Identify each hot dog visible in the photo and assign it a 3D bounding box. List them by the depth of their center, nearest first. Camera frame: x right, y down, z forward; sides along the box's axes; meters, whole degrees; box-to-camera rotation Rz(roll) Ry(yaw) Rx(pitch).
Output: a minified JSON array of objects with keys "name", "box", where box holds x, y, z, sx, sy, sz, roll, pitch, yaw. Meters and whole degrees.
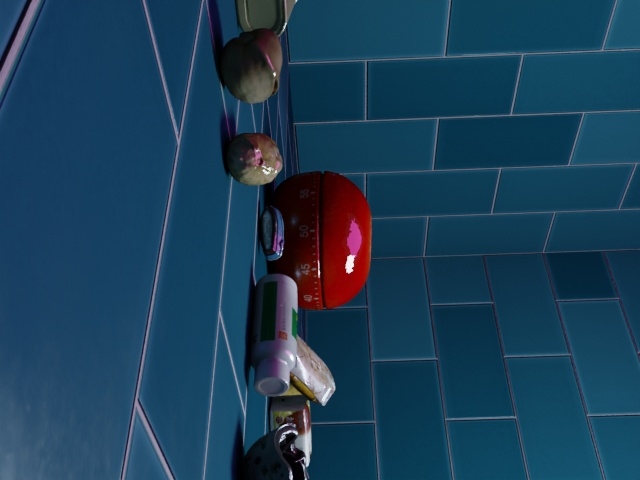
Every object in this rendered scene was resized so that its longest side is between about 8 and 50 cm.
[{"name":"hot dog","box":[-0.052,0.307,1.828,0.268,0.075,0.144,54,14,-31]}]

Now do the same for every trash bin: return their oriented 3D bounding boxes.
[{"name":"trash bin","box":[-0.109,-0.554,1.511,0.247,0.121,0.244,-86,175,-57]}]

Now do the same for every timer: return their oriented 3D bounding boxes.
[{"name":"timer","box":[0.000,0.000,2.025,0.378,0.279,0.378,0,90,-87]}]

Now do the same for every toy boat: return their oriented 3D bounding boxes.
[{"name":"toy boat","box":[-0.112,-0.020,1.742,0.061,0.060,0.137,42,37,-61]}]

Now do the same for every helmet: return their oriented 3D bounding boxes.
[{"name":"helmet","box":[-0.079,0.419,1.298,0.153,0.107,0.177,-90,164,-69]}]

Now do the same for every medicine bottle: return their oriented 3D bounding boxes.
[{"name":"medicine bottle","box":[-0.094,0.187,1.501,0.260,0.095,0.095,-89,177,-47]}]

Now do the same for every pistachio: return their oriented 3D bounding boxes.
[{"name":"pistachio","box":[-0.110,-0.283,1.216,0.149,0.113,0.113,82,6,-68]}]

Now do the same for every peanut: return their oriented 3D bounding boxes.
[{"name":"peanut","box":[-0.117,-0.144,1.309,0.214,0.099,0.100,-118,-154,-80]}]

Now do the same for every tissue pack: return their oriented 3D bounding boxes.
[{"name":"tissue pack","box":[-0.073,0.472,1.848,0.106,0.099,0.149,-85,173,-80]}]

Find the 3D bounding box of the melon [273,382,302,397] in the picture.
[{"name":"melon","box":[-0.080,0.404,1.965,0.139,0.093,0.203,-146,-123,-82]}]
